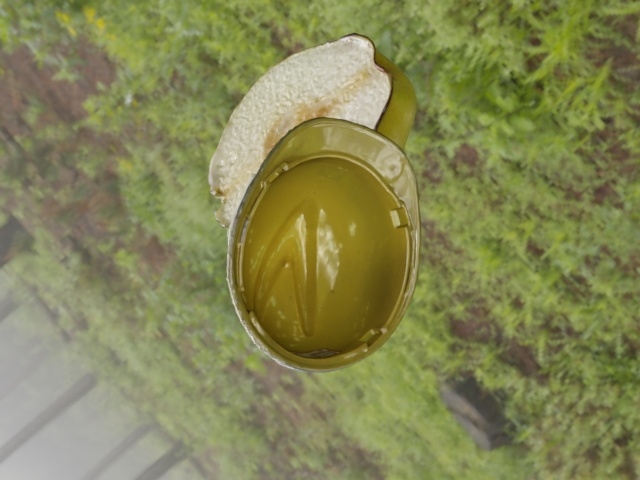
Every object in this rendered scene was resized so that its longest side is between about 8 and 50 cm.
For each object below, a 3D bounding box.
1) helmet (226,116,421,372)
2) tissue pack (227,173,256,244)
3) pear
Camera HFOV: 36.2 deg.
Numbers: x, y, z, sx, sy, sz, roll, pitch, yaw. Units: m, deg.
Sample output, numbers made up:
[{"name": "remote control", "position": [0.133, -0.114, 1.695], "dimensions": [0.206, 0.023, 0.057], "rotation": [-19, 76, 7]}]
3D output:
[{"name": "helmet", "position": [-0.013, 0.011, 1.034], "dimensions": [0.205, 0.257, 0.140], "rotation": [18, 168, -19]}, {"name": "tissue pack", "position": [0.000, 0.000, 1.374], "dimensions": [0.159, 0.234, 0.125], "rotation": [-76, -10, -55]}, {"name": "pear", "position": [0.008, -0.143, 1.654], "dimensions": [0.191, 0.386, 0.340], "rotation": [34, -152, -46]}]
